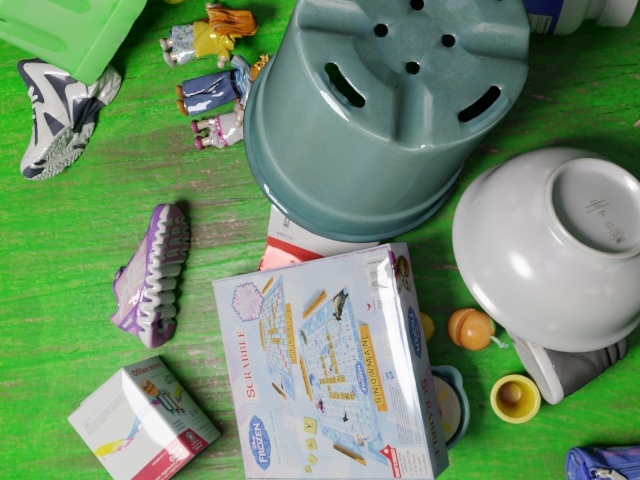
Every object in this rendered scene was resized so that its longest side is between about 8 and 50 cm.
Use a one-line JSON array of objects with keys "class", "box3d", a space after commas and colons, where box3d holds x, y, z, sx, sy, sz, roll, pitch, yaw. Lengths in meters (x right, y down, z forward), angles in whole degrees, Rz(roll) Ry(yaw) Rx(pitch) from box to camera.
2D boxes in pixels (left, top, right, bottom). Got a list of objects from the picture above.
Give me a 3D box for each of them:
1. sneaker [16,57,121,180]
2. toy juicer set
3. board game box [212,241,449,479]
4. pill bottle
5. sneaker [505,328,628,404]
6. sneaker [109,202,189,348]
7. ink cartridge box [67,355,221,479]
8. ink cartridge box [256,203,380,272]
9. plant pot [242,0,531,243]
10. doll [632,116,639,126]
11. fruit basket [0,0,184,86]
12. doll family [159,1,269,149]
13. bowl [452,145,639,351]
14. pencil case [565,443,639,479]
[{"class": "sneaker", "box3d": [-0.464, -0.228, 1.099, 0.153, 0.094, 0.234, 34, 95, 12]}, {"class": "toy juicer set", "box3d": [0.135, 0.216, 0.964, 0.329, 0.089, 0.209, -25, 84, 7]}, {"class": "board game box", "box3d": [0.004, 0.186, 0.957, 0.318, 0.066, 0.318, -12, 86, 31]}, {"class": "pill bottle", "box3d": [0.303, -0.375, 0.923, 0.272, 0.152, 0.152, 10, 90, 12]}, {"class": "sneaker", "box3d": [0.331, 0.070, 0.939, 0.147, 0.104, 0.295, -22, 78, -4]}, {"class": "sneaker", "box3d": [-0.286, 0.052, 1.061, 0.105, 0.095, 0.236, 11, 92, 19]}, {"class": "ink cartridge box", "box3d": [-0.275, 0.294, 1.028, 0.127, 0.128, 0.176, -43, 82, 7]}, {"class": "ink cartridge box", "box3d": [0.000, 0.000, 1.023, 0.181, 0.056, 0.224, 20, 91, 11]}, {"class": "plant pot", "box3d": [0.078, -0.188, 0.821, 0.342, 0.334, 0.340, 1, 81, -9]}, {"class": "doll", "box3d": [0.549, -0.137, 0.921, 0.189, 0.046, 0.129, 42, 97, 10]}, {"class": "fruit basket", "box3d": [-0.312, -0.454, 1.017, 0.283, 0.392, 0.391, -32, 81, 43]}, {"class": "doll family", "box3d": [-0.153, -0.271, 1.025, 0.163, 0.118, 0.262, -16, 85, 10]}, {"class": "bowl", "box3d": [0.334, -0.015, 0.851, 0.298, 0.134, 0.297, 3, 64, -7]}, {"class": "pencil case", "box3d": [0.490, 0.321, 0.878, 0.306, 0.133, 0.119, -10, 53, 10]}]
